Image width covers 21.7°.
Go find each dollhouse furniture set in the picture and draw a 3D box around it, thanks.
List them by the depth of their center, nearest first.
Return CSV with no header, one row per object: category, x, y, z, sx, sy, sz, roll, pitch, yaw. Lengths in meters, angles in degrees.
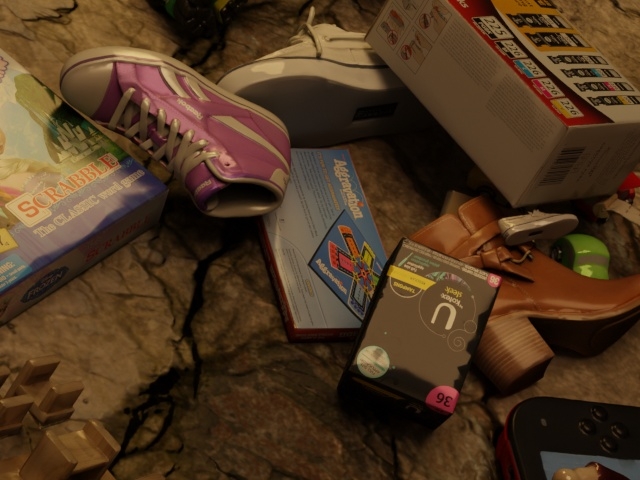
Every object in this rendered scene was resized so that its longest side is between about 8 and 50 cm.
dollhouse furniture set,-0.288,0.248,1.533,0.212,0.161,0.242,45,25,21

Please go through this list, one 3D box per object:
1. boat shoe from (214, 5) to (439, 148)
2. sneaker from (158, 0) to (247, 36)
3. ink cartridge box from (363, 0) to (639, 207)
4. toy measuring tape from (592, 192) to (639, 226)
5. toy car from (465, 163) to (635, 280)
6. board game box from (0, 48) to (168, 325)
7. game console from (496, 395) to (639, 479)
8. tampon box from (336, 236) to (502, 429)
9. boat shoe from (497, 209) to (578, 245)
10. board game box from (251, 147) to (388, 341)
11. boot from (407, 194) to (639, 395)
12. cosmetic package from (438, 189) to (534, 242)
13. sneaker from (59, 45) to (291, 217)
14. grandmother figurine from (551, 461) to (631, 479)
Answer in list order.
boat shoe,0.005,-0.217,2.074,0.367,0.136,0.156,-9,52,-33
sneaker,-0.104,-0.437,2.131,0.146,0.134,0.343,40,91,26
ink cartridge box,0.256,-0.198,2.032,0.271,0.130,0.309,-8,49,-45
toy measuring tape,0.463,0.066,2.020,0.330,0.121,0.121,32,44,20
toy car,0.314,-0.021,2.072,0.239,0.053,0.225,4,47,-19
board game box,-0.385,-0.066,1.811,0.318,0.066,0.318,38,45,15
game console,0.372,0.335,1.751,0.341,0.060,0.387,5,47,-18
tampon box,0.105,0.101,1.789,0.120,0.101,0.161,22,72,0
boat shoe,0.249,-0.021,1.917,0.100,0.035,0.035,-12,54,-22
board game box,0.000,0.000,1.939,0.145,0.027,0.281,0,49,-21
boot,0.251,0.040,1.952,0.283,0.109,0.220,-25,66,-23
cosmetic package,0.200,-0.016,2.009,0.115,0.041,0.060,17,88,-6
sneaker,-0.160,-0.115,1.863,0.282,0.102,0.161,19,38,-15
grandmother figurine,0.296,0.310,1.642,0.342,0.104,0.208,-28,92,-45
